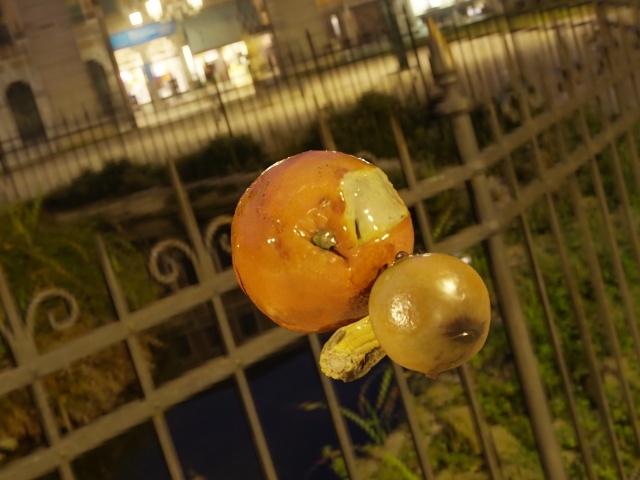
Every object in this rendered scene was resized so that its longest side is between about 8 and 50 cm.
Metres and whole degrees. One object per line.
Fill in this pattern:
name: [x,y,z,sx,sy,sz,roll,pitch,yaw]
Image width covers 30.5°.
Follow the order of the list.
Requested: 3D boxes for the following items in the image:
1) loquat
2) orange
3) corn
loquat: [0.131,0.084,1.405,0.163,0.163,0.137,-21,-10,-26]
orange: [0.000,0.000,1.524,0.240,0.240,0.240,-16,10,3]
corn: [0.052,0.147,1.633,0.072,0.072,0.203,-13,5,20]
